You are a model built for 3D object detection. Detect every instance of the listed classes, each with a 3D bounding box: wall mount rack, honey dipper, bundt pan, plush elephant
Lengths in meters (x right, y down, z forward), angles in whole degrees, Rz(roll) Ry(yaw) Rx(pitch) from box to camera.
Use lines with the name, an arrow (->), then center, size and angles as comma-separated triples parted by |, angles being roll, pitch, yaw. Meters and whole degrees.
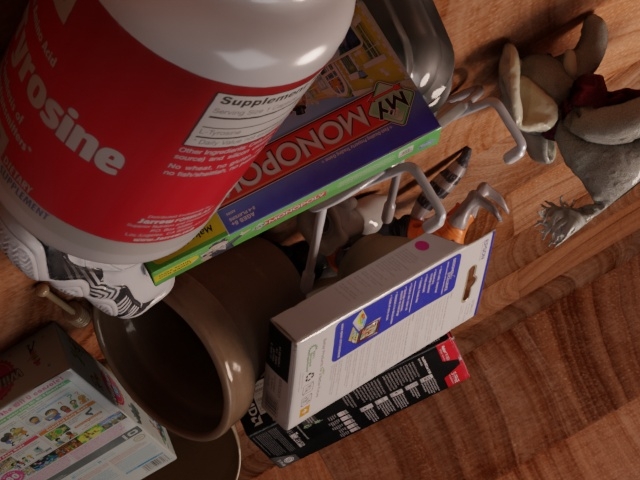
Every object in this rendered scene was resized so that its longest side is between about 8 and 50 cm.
wall mount rack -> 0.098, -0.067, 1.857 | 0.304, 0.130, 0.350 | -22, -168, 48
honey dipper -> -0.343, 0.085, 1.845 | 0.030, 0.030, 0.160 | -30, 162, 1
bundt pan -> 0.015, -0.153, 1.587 | 0.331, 0.124, 0.331 | -28, 164, -9
plush elephant -> 0.367, -0.185, 1.926 | 0.330, 0.255, 0.272 | -38, 173, 0

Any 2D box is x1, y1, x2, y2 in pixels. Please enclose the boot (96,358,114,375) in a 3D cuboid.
boot -> -0.433, 0.277, 2.145 | 0.305, 0.112, 0.115 | -34, 153, 20

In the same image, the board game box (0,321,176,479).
board game box -> -0.384, 0.275, 2.020 | 0.224, 0.097, 0.303 | -31, 140, 5

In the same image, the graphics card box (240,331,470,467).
graphics card box -> 0.054, 0.242, 2.325 | 0.371, 0.094, 0.233 | -27, 155, 2

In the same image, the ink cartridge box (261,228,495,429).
ink cartridge box -> 0.082, 0.106, 1.911 | 0.371, 0.069, 0.175 | -26, 141, -31

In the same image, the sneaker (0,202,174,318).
sneaker -> -0.200, -0.028, 1.558 | 0.210, 0.137, 0.366 | -30, 161, 11

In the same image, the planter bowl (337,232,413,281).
planter bowl -> 0.094, 0.056, 2.041 | 0.162, 0.109, 0.162 | -33, 146, -26

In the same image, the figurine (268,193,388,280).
figurine -> 0.000, 0.000, 2.107 | 0.215, 0.092, 0.209 | -38, 170, 24

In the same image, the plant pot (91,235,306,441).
plant pot -> -0.147, 0.106, 1.923 | 0.229, 0.263, 0.263 | -39, 172, -37

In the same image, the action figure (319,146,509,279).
action figure -> 0.138, -0.010, 2.269 | 0.330, 0.178, 0.341 | -27, -167, 12

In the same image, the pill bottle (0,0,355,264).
pill bottle -> -0.115, -0.171, 1.121 | 0.229, 0.229, 0.407 | -17, 159, -38

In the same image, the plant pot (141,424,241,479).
plant pot -> -0.270, 0.312, 2.303 | 0.284, 0.284, 0.191 | -34, -161, 12

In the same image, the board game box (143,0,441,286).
board game box -> -0.071, -0.120, 1.376 | 0.317, 0.213, 0.046 | -28, 163, -10

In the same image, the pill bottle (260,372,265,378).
pill bottle -> 0.021, 0.159, 2.453 | 0.283, 0.161, 0.161 | -21, 161, -28

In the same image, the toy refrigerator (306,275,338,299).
toy refrigerator -> -0.028, 0.120, 2.203 | 0.102, 0.094, 0.269 | -21, -177, -29
